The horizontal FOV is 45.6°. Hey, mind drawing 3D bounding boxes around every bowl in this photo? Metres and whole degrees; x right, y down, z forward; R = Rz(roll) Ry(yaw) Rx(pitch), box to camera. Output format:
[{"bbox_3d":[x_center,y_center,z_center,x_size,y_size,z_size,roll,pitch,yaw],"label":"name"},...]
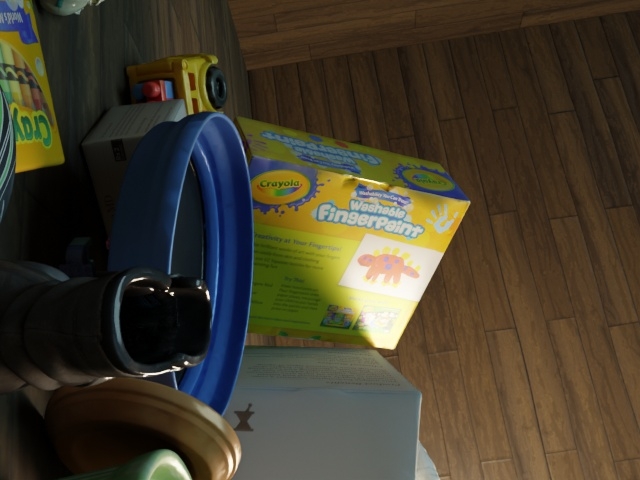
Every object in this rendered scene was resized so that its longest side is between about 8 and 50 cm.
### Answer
[{"bbox_3d":[-0.160,0.039,0.938,0.391,0.077,0.392,2,90,-83],"label":"bowl"}]

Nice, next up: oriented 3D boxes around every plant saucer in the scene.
[{"bbox_3d":[-0.180,0.208,0.756,0.037,0.199,0.200,-78,164,-45],"label":"plant saucer"}]

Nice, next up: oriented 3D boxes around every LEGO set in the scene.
[{"bbox_3d":[-0.252,0.082,0.875,0.093,0.086,0.227,-87,175,-68],"label":"LEGO set"}]

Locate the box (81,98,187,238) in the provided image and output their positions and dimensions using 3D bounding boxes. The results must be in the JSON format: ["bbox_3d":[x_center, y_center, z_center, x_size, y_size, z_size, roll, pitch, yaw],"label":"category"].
[{"bbox_3d":[-0.251,-0.094,1.115,0.182,0.118,0.181,-93,176,-64],"label":"box"}]

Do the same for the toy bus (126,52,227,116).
[{"bbox_3d":[-0.260,-0.216,1.340,0.211,0.149,0.221,-45,130,-72],"label":"toy bus"}]

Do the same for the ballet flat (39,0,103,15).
[{"bbox_3d":[-0.319,-0.348,1.016,0.248,0.086,0.086,-92,174,-64],"label":"ballet flat"}]

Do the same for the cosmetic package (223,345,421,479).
[{"bbox_3d":[-0.028,0.380,1.359,0.393,0.329,0.328,-165,-101,-85],"label":"cosmetic package"}]

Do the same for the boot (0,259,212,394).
[{"bbox_3d":[-0.185,0.068,0.581,0.338,0.222,0.118,-49,136,-87],"label":"boot"}]

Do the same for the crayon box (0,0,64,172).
[{"bbox_3d":[-0.292,-0.156,0.595,0.203,0.083,0.323,-88,171,-80],"label":"crayon box"}]

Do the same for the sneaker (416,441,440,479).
[{"bbox_3d":[0.167,0.418,1.376,0.212,0.080,0.094,100,-21,-57],"label":"sneaker"}]

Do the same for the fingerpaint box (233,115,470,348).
[{"bbox_3d":[0.000,0.000,1.459,0.371,0.444,0.163,-67,-152,27],"label":"fingerpaint box"}]

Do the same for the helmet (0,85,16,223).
[{"bbox_3d":[-0.240,-0.039,0.382,0.169,0.161,0.170,-8,90,-89],"label":"helmet"}]

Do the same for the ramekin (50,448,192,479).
[{"bbox_3d":[-0.186,0.337,0.627,0.303,0.148,0.304,-8,90,-89],"label":"ramekin"}]
